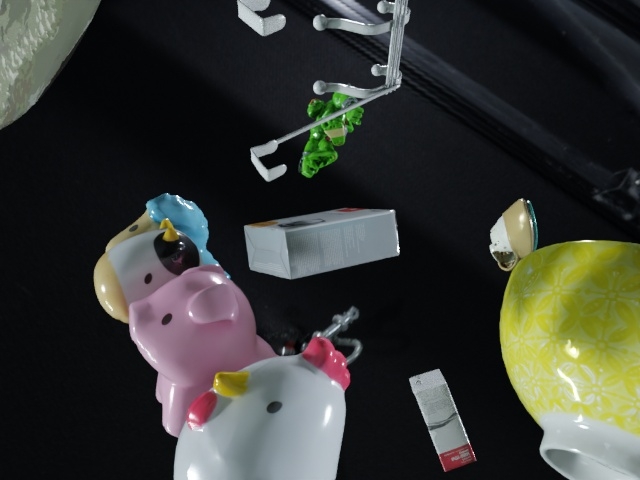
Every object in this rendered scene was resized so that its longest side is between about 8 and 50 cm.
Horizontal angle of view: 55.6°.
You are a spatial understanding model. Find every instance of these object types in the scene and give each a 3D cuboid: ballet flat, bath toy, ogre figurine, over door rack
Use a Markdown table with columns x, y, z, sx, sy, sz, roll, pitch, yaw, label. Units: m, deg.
| x | y | z | sx | sy | sz | roll | pitch | yaw | label |
| --- | --- | --- | --- | --- | --- | --- | --- | --- | --- |
| 0.308 | 0.005 | 0.973 | 0.073 | 0.232 | 0.080 | -13 | -115 | 16 | ballet flat |
| -0.083 | 0.069 | 0.453 | 0.151 | 0.348 | 0.129 | 23 | -82 | -31 | bath toy |
| 0.019 | -0.218 | 1.178 | 0.096 | 0.197 | 0.118 | 8 | -129 | -6 | ogre figurine |
| 0.004 | -0.270 | 0.837 | 0.108 | 0.240 | 0.324 | 33 | -125 | 26 | over door rack |

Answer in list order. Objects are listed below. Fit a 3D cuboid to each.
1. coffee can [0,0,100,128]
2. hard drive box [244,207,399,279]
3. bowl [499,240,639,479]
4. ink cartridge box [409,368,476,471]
| x | y | z | sx | sy | sz | roll | pitch | yaw | label |
| --- | --- | --- | --- | --- | --- | --- | --- | --- | --- |
| -0.283 | -0.215 | 0.344 | 0.275 | 0.201 | 0.202 | 28 | -111 | -10 | coffee can |
| 0.000 | 0.000 | 1.141 | 0.232 | 0.181 | 0.089 | -11 | -81 | -29 | hard drive box |
| 0.284 | 0.147 | 0.549 | 0.289 | 0.289 | 0.156 | 31 | -112 | 5 | bowl |
| 0.200 | 0.292 | 1.003 | 0.056 | 0.099 | 0.135 | -21 | -89 | 4 | ink cartridge box |
